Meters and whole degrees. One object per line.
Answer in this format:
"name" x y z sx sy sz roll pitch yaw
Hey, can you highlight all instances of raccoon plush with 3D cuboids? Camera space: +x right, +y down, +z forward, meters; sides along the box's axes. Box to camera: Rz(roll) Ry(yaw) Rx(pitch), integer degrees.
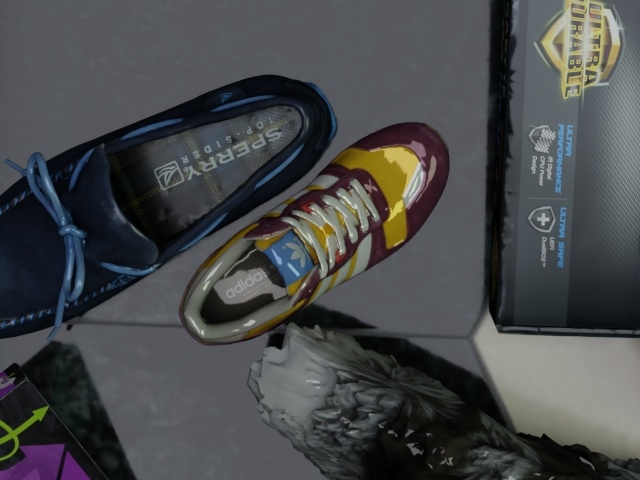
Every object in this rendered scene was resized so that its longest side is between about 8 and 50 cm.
"raccoon plush" 0.127 0.268 0.837 0.446 0.216 0.299 30 106 22

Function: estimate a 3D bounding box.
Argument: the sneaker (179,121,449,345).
"sneaker" 0.000 0.000 0.841 0.185 0.084 0.069 -40 91 4

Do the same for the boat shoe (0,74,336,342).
"boat shoe" -0.117 -0.029 0.841 0.258 0.089 0.109 -35 92 3

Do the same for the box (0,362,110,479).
"box" -0.205 0.165 0.842 0.162 0.029 0.116 -39 119 -11

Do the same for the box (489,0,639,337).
"box" 0.189 -0.054 0.838 0.175 0.051 0.220 2 100 1
